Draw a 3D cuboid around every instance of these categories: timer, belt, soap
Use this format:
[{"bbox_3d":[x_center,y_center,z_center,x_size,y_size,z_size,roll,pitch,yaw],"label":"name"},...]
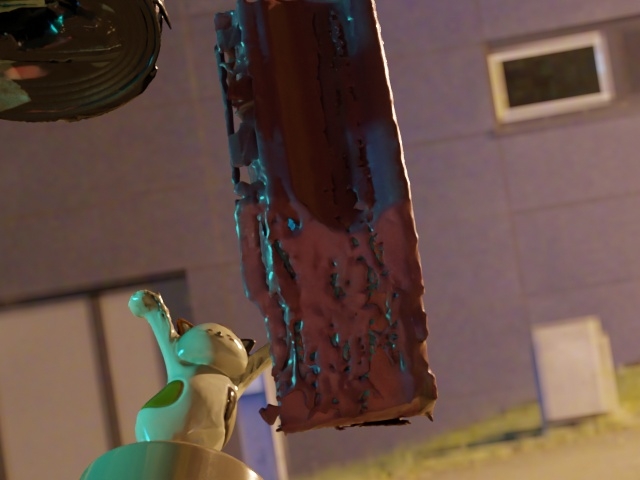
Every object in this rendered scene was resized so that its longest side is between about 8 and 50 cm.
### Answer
[{"bbox_3d":[-0.100,0.157,1.382,0.175,0.175,0.266,-9,43,16],"label":"timer"},{"bbox_3d":[-0.149,-0.116,0.948,0.140,0.105,0.058,-6,28,0],"label":"belt"},{"bbox_3d":[0.000,0.000,1.028,0.099,0.250,0.162,-6,-33,-3],"label":"soap"}]
